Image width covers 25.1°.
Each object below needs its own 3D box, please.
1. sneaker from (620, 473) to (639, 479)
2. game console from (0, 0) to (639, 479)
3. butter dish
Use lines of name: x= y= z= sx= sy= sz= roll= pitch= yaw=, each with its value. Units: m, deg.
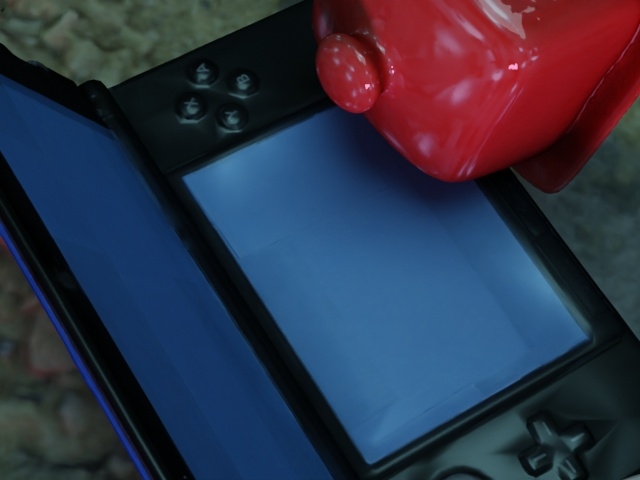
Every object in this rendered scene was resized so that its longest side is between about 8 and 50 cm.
sneaker: x=0.169 y=0.128 z=0.556 sx=0.271 sy=0.108 sz=0.100 roll=-32 pitch=106 yaw=-30
game console: x=0.000 y=0.000 z=0.601 sx=0.250 sy=0.173 sz=0.293 roll=-27 pitch=70 yaw=-18
butter dish: x=0.049 y=-0.092 z=0.617 sx=0.118 sy=0.160 sz=0.160 roll=-32 pitch=75 yaw=-29
